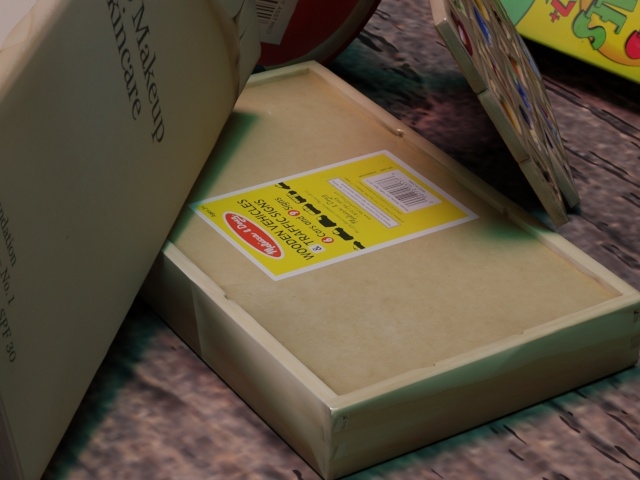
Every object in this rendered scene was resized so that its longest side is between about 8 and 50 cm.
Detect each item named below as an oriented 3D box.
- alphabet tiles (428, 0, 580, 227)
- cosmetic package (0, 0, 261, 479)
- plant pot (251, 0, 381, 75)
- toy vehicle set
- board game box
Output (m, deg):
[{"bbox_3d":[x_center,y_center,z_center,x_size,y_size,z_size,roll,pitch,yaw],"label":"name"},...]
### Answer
[{"bbox_3d":[0.075,-0.109,0.954,0.009,0.198,0.237,-27,28,13],"label":"alphabet tiles"},{"bbox_3d":[-0.128,-0.059,0.814,0.113,0.160,0.309,5,41,17],"label":"cosmetic package"},{"bbox_3d":[-0.059,-0.180,1.051,0.191,0.191,0.174,-19,45,-32],"label":"plant pot"},{"bbox_3d":[0.000,0.000,0.897,0.166,0.035,0.267,-16,36,-29],"label":"toy vehicle set"},{"bbox_3d":[0.161,-0.143,1.088,0.181,0.092,0.043,27,7,34],"label":"board game box"}]
